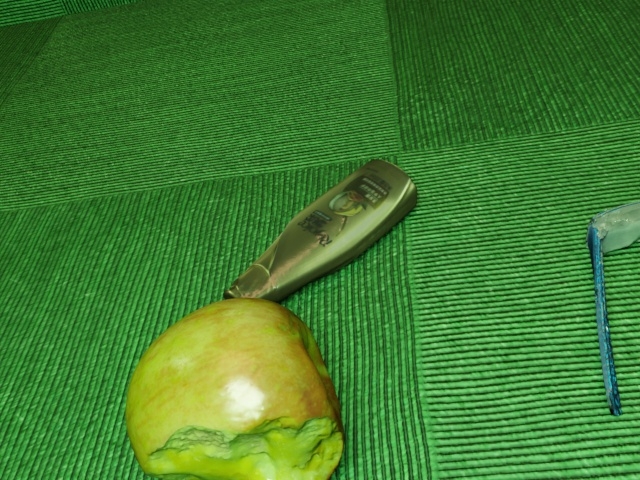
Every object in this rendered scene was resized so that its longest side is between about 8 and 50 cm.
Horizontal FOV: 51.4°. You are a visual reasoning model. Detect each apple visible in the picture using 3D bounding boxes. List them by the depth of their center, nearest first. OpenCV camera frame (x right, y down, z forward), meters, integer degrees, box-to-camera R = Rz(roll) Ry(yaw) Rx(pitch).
[{"bbox_3d":[-0.097,0.192,0.759,0.226,0.246,0.246,-23,42,3],"label":"apple"}]

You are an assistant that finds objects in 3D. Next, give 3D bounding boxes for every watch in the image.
[{"bbox_3d":[0.431,0.069,0.876,0.276,0.068,0.274,-18,47,-4],"label":"watch"}]

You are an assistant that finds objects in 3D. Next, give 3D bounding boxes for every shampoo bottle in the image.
[{"bbox_3d":[0.000,0.000,1.052,0.350,0.084,0.126,-38,48,-22],"label":"shampoo bottle"}]
